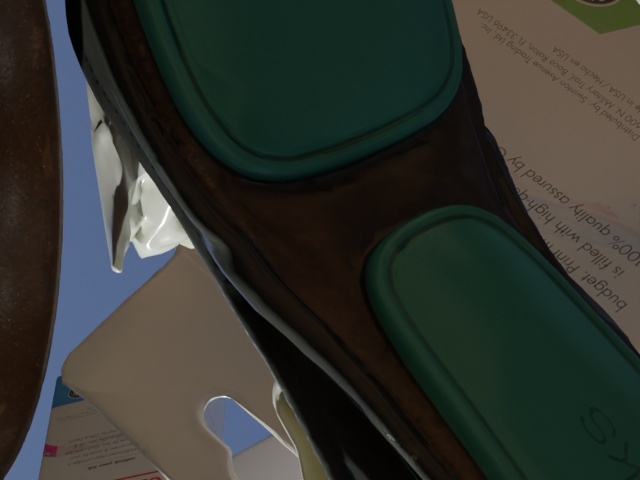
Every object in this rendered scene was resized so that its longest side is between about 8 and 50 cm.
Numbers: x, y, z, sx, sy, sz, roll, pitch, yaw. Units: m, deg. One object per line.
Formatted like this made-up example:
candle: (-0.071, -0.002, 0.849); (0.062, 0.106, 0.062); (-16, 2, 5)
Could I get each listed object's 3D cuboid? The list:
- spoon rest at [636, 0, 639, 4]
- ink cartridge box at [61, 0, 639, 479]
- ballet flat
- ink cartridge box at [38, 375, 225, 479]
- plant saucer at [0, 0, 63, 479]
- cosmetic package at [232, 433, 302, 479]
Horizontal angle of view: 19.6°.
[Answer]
spoon rest: (0.111, -0.179, 0.622); (0.084, 0.276, 0.137); (-11, -140, 30)
ink cartridge box: (0.079, 0.024, 0.848); (0.353, 0.119, 0.207); (-42, -113, -18)
ballet flat: (0.000, 0.000, 0.420); (0.096, 0.095, 0.280); (-42, -110, 49)
ink cartridge box: (-0.121, 0.154, 1.187); (0.104, 0.061, 0.181); (-13, -146, 9)
plant saucer: (-0.090, -0.028, 0.377); (0.029, 0.168, 0.168); (-5, -129, 8)
cosmetic package: (-0.082, 0.214, 1.030); (0.231, 0.085, 0.117); (-28, -132, 9)
